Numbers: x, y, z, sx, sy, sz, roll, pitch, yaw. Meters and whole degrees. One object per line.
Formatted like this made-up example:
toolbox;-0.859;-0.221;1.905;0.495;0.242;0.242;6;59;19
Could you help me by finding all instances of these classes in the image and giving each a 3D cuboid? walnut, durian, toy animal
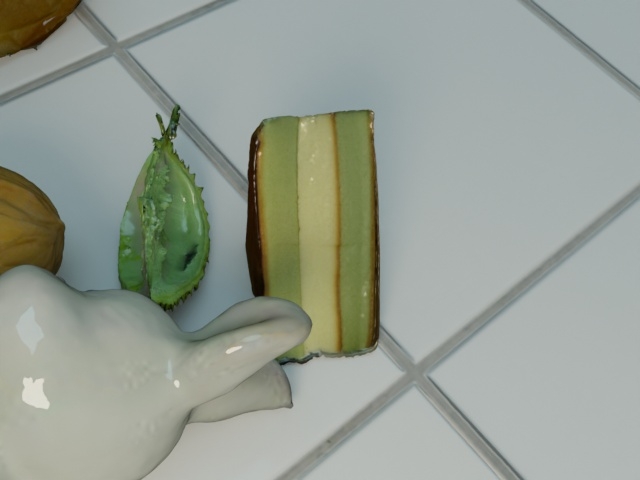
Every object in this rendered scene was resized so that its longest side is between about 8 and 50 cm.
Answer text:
walnut;-0.318;0.006;0.648;0.207;0.159;0.159;-9;60;-9
durian;-0.144;-0.020;0.724;0.086;0.100;0.215;2;59;-10
toy animal;-0.185;0.144;0.565;0.368;0.196;0.241;-28;74;-23

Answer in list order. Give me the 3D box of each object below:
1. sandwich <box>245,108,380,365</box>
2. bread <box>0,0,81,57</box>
sandwich;0.000;0.000;0.693;0.117;0.187;0.144;-7;54;-14
bread;-0.348;-0.310;0.781;0.142;0.253;0.227;39;63;11
